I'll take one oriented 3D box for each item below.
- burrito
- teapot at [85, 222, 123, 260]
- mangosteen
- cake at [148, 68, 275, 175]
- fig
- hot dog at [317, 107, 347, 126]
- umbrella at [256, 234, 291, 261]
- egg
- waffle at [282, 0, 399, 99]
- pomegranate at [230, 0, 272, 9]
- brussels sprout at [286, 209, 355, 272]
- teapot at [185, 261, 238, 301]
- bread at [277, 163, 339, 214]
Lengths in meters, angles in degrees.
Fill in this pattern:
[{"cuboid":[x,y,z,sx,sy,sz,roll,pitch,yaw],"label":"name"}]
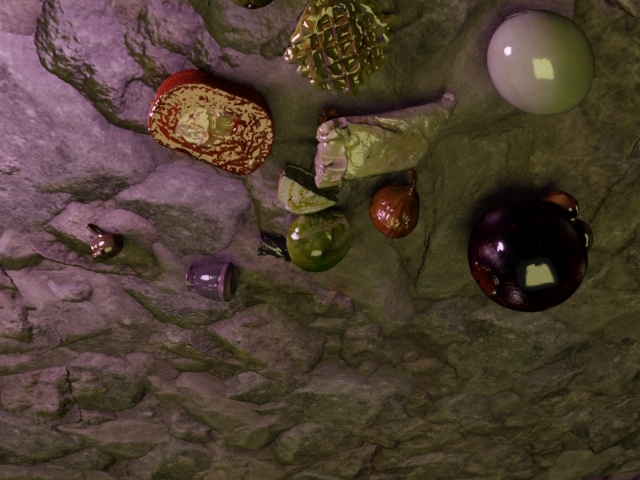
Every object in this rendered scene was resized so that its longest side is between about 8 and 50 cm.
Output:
[{"cuboid":[0.144,-0.223,1.140,0.347,0.107,0.175,-17,139,-12],"label":"burrito"},{"cuboid":[-0.594,0.002,1.340,0.080,0.085,0.110,-23,107,13],"label":"teapot"},{"cuboid":[0.560,0.025,1.303,0.347,0.307,0.307,-27,131,-17],"label":"mangosteen"},{"cuboid":[-0.229,-0.267,1.096,0.283,0.151,0.177,21,113,-19],"label":"cake"},{"cuboid":[0.207,-0.110,1.246,0.133,0.146,0.201,3,132,-26],"label":"fig"},{"cuboid":[0.058,-0.242,1.186,0.072,0.055,0.188,-40,127,1],"label":"hot dog"},{"cuboid":[-0.061,0.033,1.406,0.235,0.059,0.066,11,145,-11],"label":"umbrella"},{"cuboid":[0.457,-0.362,1.027,0.253,0.186,0.186,36,119,-26],"label":"egg"},{"cuboid":[0.045,-0.413,1.048,0.204,0.054,0.223,22,124,-20],"label":"waffle"},{"cuboid":[-0.134,-0.512,0.933,0.114,0.114,0.142,-4,101,0],"label":"pomegranate"},{"cuboid":[0.000,0.001,1.319,0.180,0.162,0.144,-14,174,-5],"label":"brussels sprout"},{"cuboid":[-0.315,0.114,1.443,0.146,0.148,0.116,5,93,7],"label":"teapot"},{"cuboid":[-0.042,-0.111,1.258,0.156,0.103,0.110,25,118,-13],"label":"bread"}]
